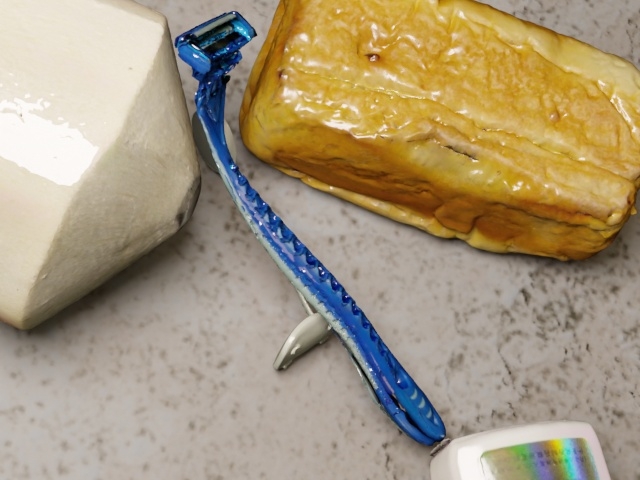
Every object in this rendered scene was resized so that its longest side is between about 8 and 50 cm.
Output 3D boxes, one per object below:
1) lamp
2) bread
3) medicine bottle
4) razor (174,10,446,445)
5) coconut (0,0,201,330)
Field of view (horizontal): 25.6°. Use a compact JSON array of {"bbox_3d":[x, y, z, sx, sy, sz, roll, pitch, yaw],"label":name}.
[{"bbox_3d":[-0.053,-0.006,1.000,0.056,0.050,0.198,-23,73,-26],"label":"lamp"},{"bbox_3d":[0.097,-0.097,1.043,0.294,0.132,0.167,19,61,-8],"label":"bread"},{"bbox_3d":[0.152,0.231,0.928,0.115,0.078,0.219,-5,66,-21],"label":"medicine bottle"},{"bbox_3d":[-0.011,0.004,0.943,0.324,0.056,0.093,61,23,-10],"label":"razor"},{"bbox_3d":[-0.185,-0.058,0.897,0.241,0.241,0.241,7,63,-13],"label":"coconut"}]
